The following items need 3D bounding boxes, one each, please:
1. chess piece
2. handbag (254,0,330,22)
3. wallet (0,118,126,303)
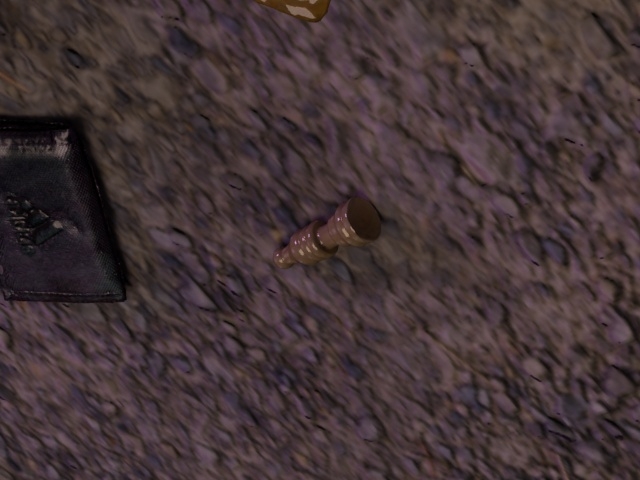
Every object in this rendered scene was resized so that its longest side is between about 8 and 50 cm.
[{"bbox_3d":[0.000,0.000,1.192,0.092,0.035,0.035,-26,112,40],"label":"chess piece"},{"bbox_3d":[-0.055,-0.333,0.909,0.283,0.133,0.401,22,131,0],"label":"handbag"},{"bbox_3d":[-0.218,-0.021,1.273,0.111,0.030,0.166,0,127,18],"label":"wallet"}]
